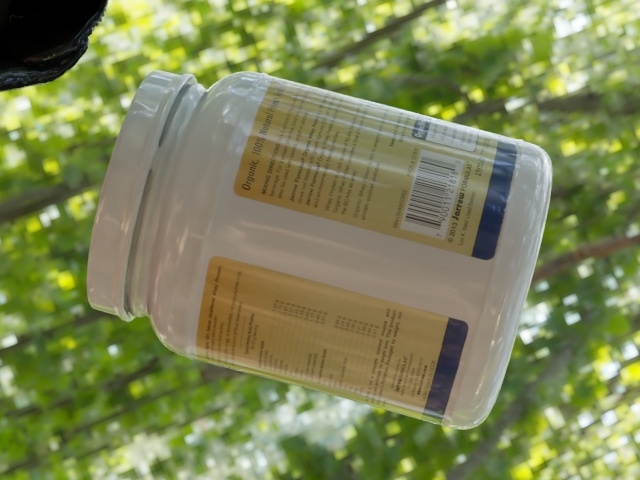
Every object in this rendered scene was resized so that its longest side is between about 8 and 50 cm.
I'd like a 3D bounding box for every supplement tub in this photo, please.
[{"bbox_3d":[0.000,0.000,1.294,0.228,0.316,0.228,15,90,-87],"label":"supplement tub"}]

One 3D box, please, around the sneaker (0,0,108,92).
[{"bbox_3d":[-0.262,-0.213,1.279,0.447,0.257,0.169,-68,166,-54],"label":"sneaker"}]
